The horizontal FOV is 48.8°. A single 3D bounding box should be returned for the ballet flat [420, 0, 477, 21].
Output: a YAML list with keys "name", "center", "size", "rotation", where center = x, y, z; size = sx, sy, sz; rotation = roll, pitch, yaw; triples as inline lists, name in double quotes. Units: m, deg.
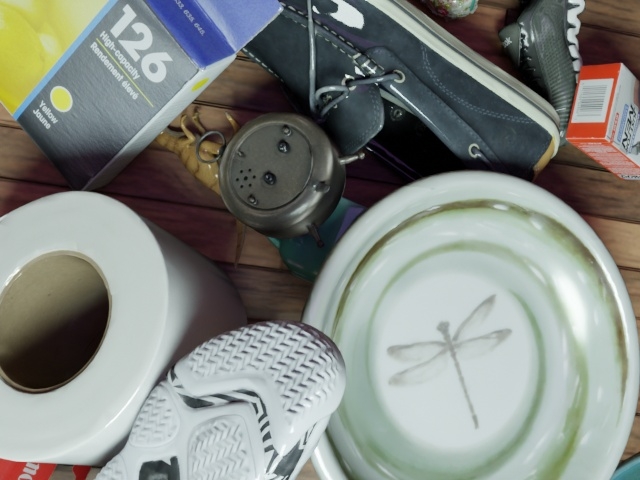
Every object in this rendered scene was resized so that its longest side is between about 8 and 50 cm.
- name: "ballet flat"
  center: [0.108, -0.370, 0.859]
  size: [0.241, 0.077, 0.091]
  rotation: [39, 83, -5]

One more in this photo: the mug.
- name: "mug"
  center: [0.007, 0.003, 0.808]
  size: [0.157, 0.129, 0.097]
  rotation: [22, 87, 29]

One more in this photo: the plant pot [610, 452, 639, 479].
- name: "plant pot"
  center: [0.500, 0.448, 0.782]
  size: [0.341, 0.341, 0.334]
  rotation: [-25, 100, -9]

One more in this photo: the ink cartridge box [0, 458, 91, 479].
- name: "ink cartridge box"
  center: [-0.343, 0.198, 0.715]
  size: [0.224, 0.181, 0.056]
  rotation: [21, 122, -6]

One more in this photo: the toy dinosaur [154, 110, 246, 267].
- name: "toy dinosaur"
  center: [-0.122, -0.084, 0.827]
  size: [0.112, 0.064, 0.211]
  rotation: [-43, 85, 4]

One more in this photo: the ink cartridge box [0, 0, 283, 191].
- name: "ink cartridge box"
  center: [-0.245, -0.252, 0.722]
  size: [0.307, 0.072, 0.304]
  rotation: [-37, 93, 29]

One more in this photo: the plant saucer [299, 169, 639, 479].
- name: "plant saucer"
  center: [0.152, 0.129, 0.752]
  size: [0.400, 0.100, 0.401]
  rotation: [1, 86, -19]

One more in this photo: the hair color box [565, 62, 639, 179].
- name: "hair color box"
  center: [0.368, -0.140, 0.862]
  size: [0.167, 0.053, 0.093]
  rotation: [18, 84, -45]

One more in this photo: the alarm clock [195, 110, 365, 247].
- name: "alarm clock"
  center: [-0.059, -0.077, 0.748]
  size: [0.192, 0.064, 0.129]
  rotation: [22, 86, 27]

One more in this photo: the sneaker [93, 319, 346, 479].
- name: "sneaker"
  center: [-0.072, 0.222, 0.617]
  size: [0.366, 0.210, 0.137]
  rotation: [-51, 51, 14]

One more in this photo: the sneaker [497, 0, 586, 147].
- name: "sneaker"
  center: [0.273, -0.231, 0.885]
  size: [0.106, 0.078, 0.234]
  rotation: [3, 86, -4]

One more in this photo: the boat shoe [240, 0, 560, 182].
- name: "boat shoe"
  center: [0.039, -0.174, 0.789]
  size: [0.500, 0.187, 0.156]
  rotation: [28, 78, -12]

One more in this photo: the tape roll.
- name: "tape roll"
  center: [-0.214, 0.094, 0.691]
  size: [0.246, 0.169, 0.246]
  rotation: [-7, 68, 18]
